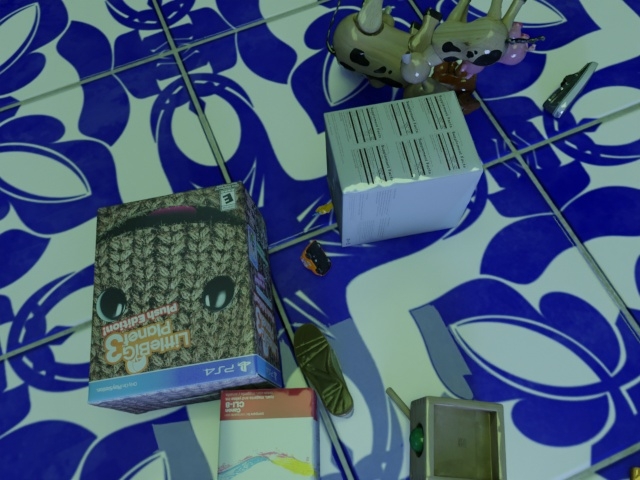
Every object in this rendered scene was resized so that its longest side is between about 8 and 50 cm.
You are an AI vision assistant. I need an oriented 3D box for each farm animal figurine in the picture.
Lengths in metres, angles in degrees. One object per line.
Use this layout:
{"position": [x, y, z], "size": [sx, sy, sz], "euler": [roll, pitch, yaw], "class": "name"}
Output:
{"position": [0.159, -0.296, 0.893], "size": [0.327, 0.330, 0.172], "euler": [23, 88, 8], "class": "farm animal figurine"}

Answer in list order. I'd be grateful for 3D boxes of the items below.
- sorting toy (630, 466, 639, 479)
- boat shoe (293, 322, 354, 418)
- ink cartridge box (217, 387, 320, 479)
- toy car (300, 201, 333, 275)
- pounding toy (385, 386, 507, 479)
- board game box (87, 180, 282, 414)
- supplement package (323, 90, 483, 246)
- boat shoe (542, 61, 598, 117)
{"position": [0.431, 0.469, 0.672], "size": [0.196, 0.047, 0.347], "euler": [2, 66, 3], "class": "sorting toy"}
{"position": [0.006, 0.197, 0.818], "size": [0.056, 0.048, 0.153], "euler": [-32, 62, -3], "class": "boat shoe"}
{"position": [-0.065, 0.298, 0.723], "size": [0.128, 0.128, 0.176], "euler": [-2, 65, 1], "class": "ink cartridge box"}
{"position": [0.000, 0.000, 0.910], "size": [0.041, 0.060, 0.121], "euler": [-13, 46, 45], "class": "toy car"}
{"position": [0.170, 0.273, 0.755], "size": [0.141, 0.100, 0.130], "euler": [8, 67, -6], "class": "pounding toy"}
{"position": [-0.197, 0.087, 0.803], "size": [0.232, 0.141, 0.290], "euler": [-11, 66, 5], "class": "board game box"}
{"position": [0.119, -0.107, 0.862], "size": [0.203, 0.194, 0.149], "euler": [-10, 66, -3], "class": "supplement package"}
{"position": [0.470, -0.290, 1.012], "size": [0.040, 0.049, 0.142], "euler": [37, 74, 17], "class": "boat shoe"}
